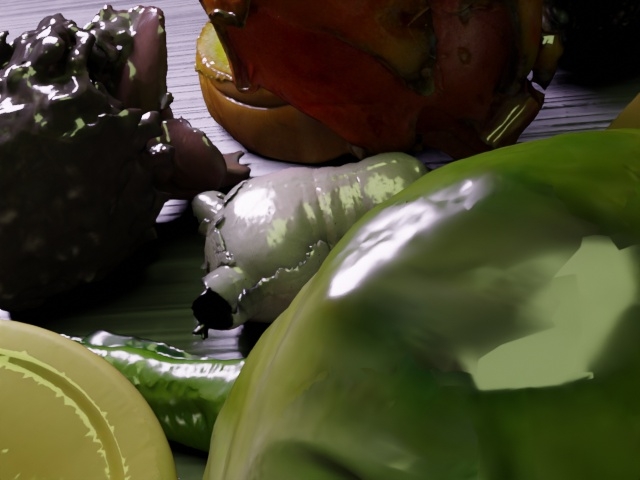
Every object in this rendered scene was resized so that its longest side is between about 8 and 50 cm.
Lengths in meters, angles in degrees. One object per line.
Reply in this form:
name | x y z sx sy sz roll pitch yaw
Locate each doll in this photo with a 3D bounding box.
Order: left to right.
doll | 0.000 0.000 0.876 0.192 0.095 0.149 -14 37 -4

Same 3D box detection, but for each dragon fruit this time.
dragon fruit | 0.035 -0.195 0.917 0.315 0.250 0.250 25 33 -16

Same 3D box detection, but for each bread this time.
bread | 0.005 -0.157 1.113 0.236 0.070 0.236 -8 35 6

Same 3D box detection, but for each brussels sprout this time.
brussels sprout | 0.089 0.131 0.510 0.289 0.281 0.354 28 71 4

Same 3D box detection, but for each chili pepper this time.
chili pepper | -0.083 0.097 0.785 0.359 0.076 0.085 3 63 21

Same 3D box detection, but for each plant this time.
plant | -0.178 -0.064 0.949 0.234 0.204 0.178 -25 38 -5

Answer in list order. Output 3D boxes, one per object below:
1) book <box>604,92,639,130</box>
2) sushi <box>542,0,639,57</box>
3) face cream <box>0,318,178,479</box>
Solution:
book | 0.254 0.009 0.831 0.269 0.032 0.389 20 47 37
sushi | 0.207 -0.277 1.113 0.182 0.196 0.343 -7 30 -3
face cream | -0.161 0.169 0.576 0.218 0.179 0.218 -1 47 1
